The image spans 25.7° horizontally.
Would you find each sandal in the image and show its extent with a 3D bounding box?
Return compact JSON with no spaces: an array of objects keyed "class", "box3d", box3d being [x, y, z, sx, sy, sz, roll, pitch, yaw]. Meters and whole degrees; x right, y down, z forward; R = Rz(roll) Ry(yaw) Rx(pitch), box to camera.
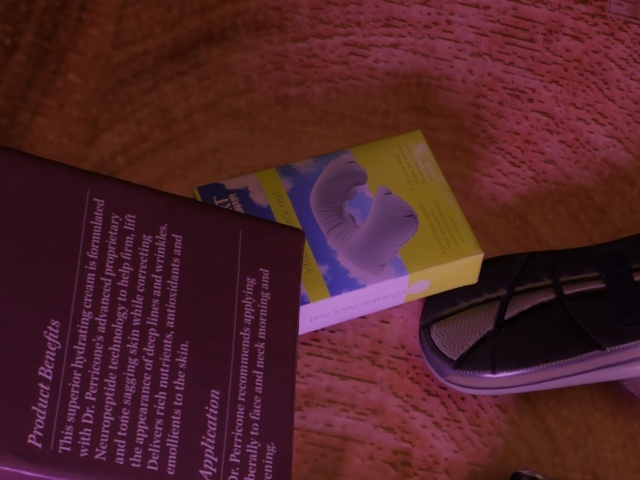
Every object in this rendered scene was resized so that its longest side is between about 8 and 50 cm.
[{"class":"sandal","box3d":[0.216,0.057,0.911,0.302,0.086,0.120,-3,49,6]}]

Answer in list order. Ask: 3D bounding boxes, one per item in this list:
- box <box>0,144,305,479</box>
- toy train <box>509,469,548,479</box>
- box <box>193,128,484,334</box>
[{"class":"box","box3d":[-0.133,0.074,0.730,0.203,0.167,0.168,16,58,-20]},{"class":"toy train","box3d":[0.119,0.235,0.850,0.105,0.080,0.184,26,72,-9]},{"class":"box","box3d":[0.000,0.000,0.888,0.178,0.042,0.109,-16,59,-14]}]
